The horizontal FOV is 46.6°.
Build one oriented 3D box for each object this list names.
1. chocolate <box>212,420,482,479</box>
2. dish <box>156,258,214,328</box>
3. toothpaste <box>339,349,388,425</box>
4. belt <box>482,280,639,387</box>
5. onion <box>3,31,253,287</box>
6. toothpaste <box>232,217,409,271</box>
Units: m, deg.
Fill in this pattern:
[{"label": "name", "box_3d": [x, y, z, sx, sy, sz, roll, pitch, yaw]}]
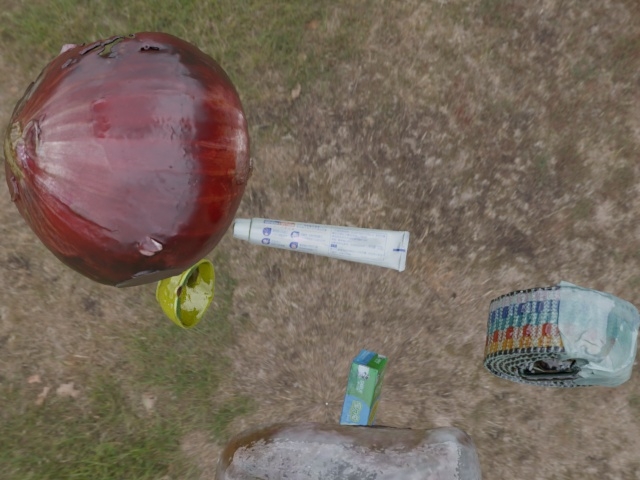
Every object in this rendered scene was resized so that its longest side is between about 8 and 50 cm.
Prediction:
[{"label": "chocolate", "box_3d": [0.025, 0.287, 0.799, 0.303, 0.100, 0.185, 0, 70, 6]}, {"label": "dish", "box_3d": [-0.287, 0.101, 1.527, 0.080, 0.207, 0.149, 15, 83, 14]}, {"label": "toothpaste", "box_3d": [0.058, 0.319, 1.243, 0.050, 0.065, 0.267, 16, 106, 20]}, {"label": "belt", "box_3d": [0.404, 0.168, 1.251, 0.257, 0.207, 0.150, -12, 58, 42]}, {"label": "onion", "box_3d": [-0.247, -0.095, 0.970, 0.341, 0.341, 0.342, 0, 78, 0]}, {"label": "toothpaste", "box_3d": [0.000, 0.000, 0.923, 0.218, 0.033, 0.052, 8, 100, 2]}]
